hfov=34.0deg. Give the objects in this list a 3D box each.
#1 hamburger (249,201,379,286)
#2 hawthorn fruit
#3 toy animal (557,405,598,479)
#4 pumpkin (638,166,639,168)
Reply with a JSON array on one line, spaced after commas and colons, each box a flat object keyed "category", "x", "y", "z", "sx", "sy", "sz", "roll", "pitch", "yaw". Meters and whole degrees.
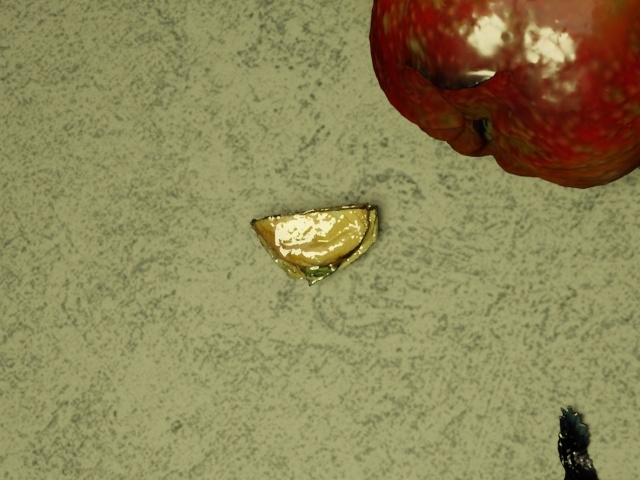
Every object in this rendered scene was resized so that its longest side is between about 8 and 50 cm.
[{"category": "hamburger", "x": -0.004, "y": 0.007, "z": 1.418, "sx": 0.176, "sy": 0.087, "sz": 0.102, "roll": -8, "pitch": 93, "yaw": 4}, {"category": "hawthorn fruit", "x": 0.265, "y": -0.276, "z": 1.238, "sx": 0.403, "sy": 0.403, "sz": 0.402, "roll": -2, "pitch": 83, "yaw": 12}, {"category": "toy animal", "x": 0.328, "y": 0.320, "z": 1.319, "sx": 0.108, "sy": 0.062, "sz": 0.220, "roll": -2, "pitch": 83, "yaw": 31}, {"category": "pumpkin", "x": 0.454, "y": -0.101, "z": 1.340, "sx": 0.083, "sy": 0.054, "sz": 0.074, "roll": 40, "pitch": 97, "yaw": 9}]
